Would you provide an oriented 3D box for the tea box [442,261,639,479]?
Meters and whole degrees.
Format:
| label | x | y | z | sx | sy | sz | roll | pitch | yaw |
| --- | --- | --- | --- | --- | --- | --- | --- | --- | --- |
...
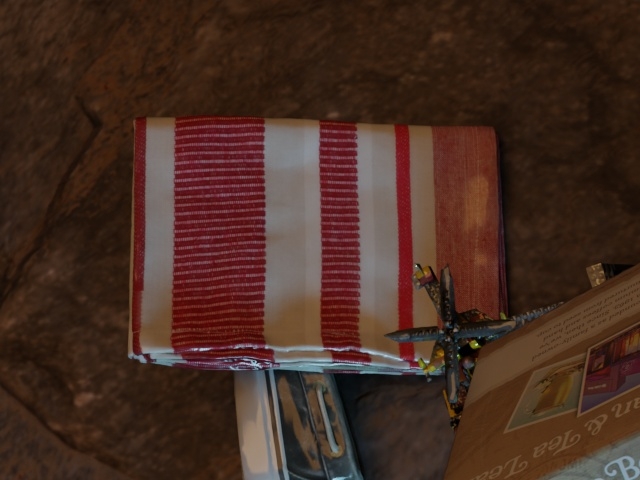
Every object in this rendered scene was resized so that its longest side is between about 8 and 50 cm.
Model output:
| label | x | y | z | sx | sy | sz | roll | pitch | yaw |
| --- | --- | --- | --- | --- | --- | --- | --- | --- | --- |
| tea box | 0.307 | 0.172 | 1.182 | 0.329 | 0.323 | 0.220 | -30 | 20 | 29 |

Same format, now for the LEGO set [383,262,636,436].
| label | x | y | z | sx | sy | sz | roll | pitch | yaw |
| --- | --- | --- | --- | --- | --- | --- | --- | --- | --- |
| LEGO set | 0.226 | 0.121 | 1.381 | 0.331 | 0.192 | 0.254 | -10 | 85 | 22 |

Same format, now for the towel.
| label | x | y | z | sx | sy | sz | roll | pitch | yaw |
| --- | --- | --- | --- | --- | --- | --- | --- | --- | --- |
| towel | 0.000 | 0.000 | 1.569 | 0.329 | 0.037 | 0.237 | 2 | 67 | -8 |

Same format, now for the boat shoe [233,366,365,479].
| label | x | y | z | sx | sy | sz | roll | pitch | yaw |
| --- | --- | --- | --- | --- | --- | --- | --- | --- | --- |
| boat shoe | -0.019 | 0.076 | 1.622 | 0.119 | 0.121 | 0.335 | -9 | 74 | 7 |
